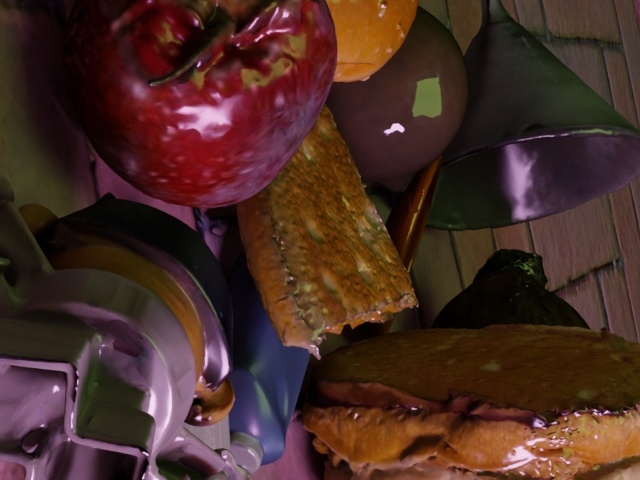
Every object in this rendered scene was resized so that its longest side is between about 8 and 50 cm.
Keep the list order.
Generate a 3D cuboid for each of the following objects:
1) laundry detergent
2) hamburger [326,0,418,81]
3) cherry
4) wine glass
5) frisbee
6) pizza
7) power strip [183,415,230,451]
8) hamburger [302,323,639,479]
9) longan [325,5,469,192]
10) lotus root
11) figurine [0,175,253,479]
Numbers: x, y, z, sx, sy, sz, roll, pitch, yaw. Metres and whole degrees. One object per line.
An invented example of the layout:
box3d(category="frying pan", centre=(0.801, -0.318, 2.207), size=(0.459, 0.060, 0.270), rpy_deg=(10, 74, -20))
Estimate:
box3d(category="laundry detergent", centre=(-0.048, 0.100, 1.523), size=(0.206, 0.061, 0.096), rpy_deg=(-76, 153, -47))
box3d(category="hamburger", centre=(-0.034, -0.268, 1.590), size=(0.290, 0.170, 0.314), rpy_deg=(29, 51, -48))
box3d(category="cherry", centre=(-0.083, -0.110, 1.384), size=(0.192, 0.175, 0.249), rpy_deg=(-58, 158, -29))
box3d(category="wine glass", centre=(0.179, -0.240, 2.033), size=(0.267, 0.267, 0.406), rpy_deg=(31, 48, -63))
box3d(category="frisbee", centre=(0.070, 0.005, 1.833), size=(0.192, 0.035, 0.192), rpy_deg=(18, 90, -84))
box3d(category="pizza", centre=(0.000, 0.000, 1.546), size=(0.197, 0.058, 0.292), rpy_deg=(41, 31, -35))
box3d(category="power strip", centre=(-0.101, 0.187, 1.345), size=(0.098, 0.058, 0.338), rpy_deg=(35, 47, -62))
box3d(category="hamburger", centre=(0.143, 0.163, 1.653), size=(0.284, 0.304, 0.174), rpy_deg=(-4, 93, -60))
box3d(category="longan", centre=(0.052, -0.130, 1.758), size=(0.189, 0.189, 0.189), rpy_deg=(-11, 90, -69))
box3d(category="lotus root", centre=(0.191, 0.196, 1.920), size=(0.196, 0.179, 0.397), rpy_deg=(50, 36, -56))
box3d(category="figurine", centre=(-0.133, 0.071, 1.186), size=(0.308, 0.143, 0.308), rpy_deg=(-14, 90, -71))
